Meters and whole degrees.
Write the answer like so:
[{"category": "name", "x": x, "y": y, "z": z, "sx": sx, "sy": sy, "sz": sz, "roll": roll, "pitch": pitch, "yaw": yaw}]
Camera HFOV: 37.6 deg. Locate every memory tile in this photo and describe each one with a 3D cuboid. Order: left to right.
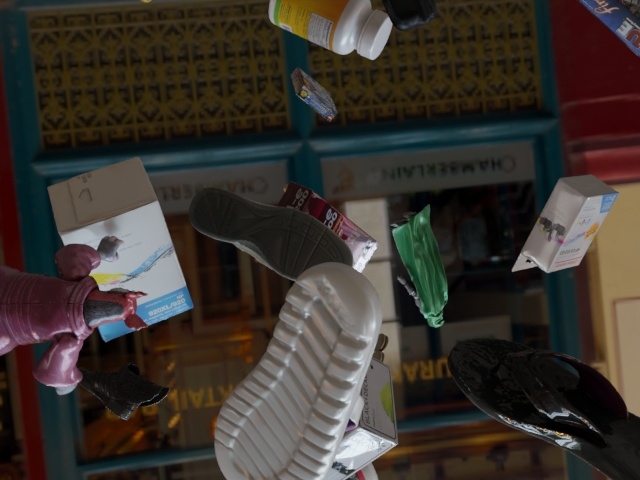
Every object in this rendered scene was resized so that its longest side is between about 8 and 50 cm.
[{"category": "memory tile", "x": 0.074, "y": 0.242, "z": 1.784, "sx": 0.012, "sy": 0.113, "sz": 0.148, "roll": 29, "pitch": 143, "yaw": -24}]

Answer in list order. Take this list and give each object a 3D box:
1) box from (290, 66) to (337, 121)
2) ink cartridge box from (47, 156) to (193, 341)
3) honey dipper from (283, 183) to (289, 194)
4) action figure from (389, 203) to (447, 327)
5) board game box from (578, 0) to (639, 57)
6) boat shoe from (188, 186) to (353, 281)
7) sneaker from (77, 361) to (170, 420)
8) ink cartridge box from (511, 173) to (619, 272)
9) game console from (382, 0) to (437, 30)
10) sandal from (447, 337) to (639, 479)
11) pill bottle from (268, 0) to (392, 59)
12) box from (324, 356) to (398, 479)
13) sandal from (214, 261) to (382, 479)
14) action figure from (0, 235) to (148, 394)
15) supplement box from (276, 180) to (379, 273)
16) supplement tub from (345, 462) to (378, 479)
[{"category": "box", "x": -0.015, "y": -0.306, "z": 1.961, "sx": 0.027, "sy": 0.094, "sz": 0.137, "roll": -46, "pitch": -158, "yaw": 15}, {"category": "ink cartridge box", "x": -0.341, "y": 0.012, "z": 1.608, "sx": 0.168, "sy": 0.233, "sz": 0.171, "roll": -20, "pitch": -144, "yaw": -11}, {"category": "honey dipper", "x": -0.087, "y": -0.038, "z": 1.910, "sx": 0.030, "sy": 0.161, "sz": 0.030, "roll": 17, "pitch": -171, "yaw": -3}, {"category": "action figure", "x": 0.195, "y": 0.062, "z": 1.811, "sx": 0.063, "sy": 0.232, "sz": 0.137, "roll": -4, "pitch": -162, "yaw": 44}, {"category": "board game box", "x": 0.456, "y": -0.349, "z": 1.280, "sx": 0.243, "sy": 0.165, "sz": 0.042, "roll": -41, "pitch": 173, "yaw": -36}, {"category": "boat shoe", "x": -0.081, "y": -0.007, "z": 1.690, "sx": 0.320, "sy": 0.118, "sz": 0.103, "roll": 20, "pitch": -179, "yaw": 17}, {"category": "sneaker", "x": -0.343, "y": 0.243, "z": 1.614, "sx": 0.170, "sy": 0.089, "sz": 0.051, "roll": 33, "pitch": 175, "yaw": 30}, {"category": "ink cartridge box", "x": 0.393, "y": -0.012, "z": 1.517, "sx": 0.104, "sy": 0.181, "sz": 0.061, "roll": -9, "pitch": -139, "yaw": -44}, {"category": "game console", "x": 0.097, "y": -0.551, "z": 1.703, "sx": 0.213, "sy": 0.361, "sz": 0.044, "roll": -26, "pitch": -174, "yaw": -21}, {"category": "sandal", "x": 0.416, "y": 0.259, "z": 1.502, "sx": 0.445, "sy": 0.107, "sz": 0.167, "roll": 28, "pitch": -139, "yaw": 20}, {"category": "pill bottle", "x": 0.025, "y": -0.483, "z": 2.022, "sx": 0.245, "sy": 0.136, "sz": 0.136, "roll": 27, "pitch": -170, "yaw": 12}, {"category": "box", "x": 0.004, "y": 0.339, "z": 1.647, "sx": 0.087, "sy": 0.169, "sz": 0.290, "roll": 30, "pitch": 125, "yaw": -26}, {"category": "sandal", "x": -0.011, "y": 0.196, "z": 1.203, "sx": 0.102, "sy": 0.169, "sz": 0.416, "roll": -25, "pitch": 152, "yaw": -47}, {"category": "action figure", "x": -0.425, "y": 0.085, "z": 1.359, "sx": 0.370, "sy": 0.248, "sz": 0.276, "roll": -5, "pitch": 162, "yaw": 15}, {"category": "supplement box", "x": 0.000, "y": 0.000, "z": 1.849, "sx": 0.073, "sy": 0.130, "sz": 0.239, "roll": 23, "pitch": 171, "yaw": 45}, {"category": "supplement tub", "x": -0.016, "y": 0.577, "z": 2.215, "sx": 0.272, "sy": 0.191, "sz": 0.191, "roll": -27, "pitch": -173, "yaw": -12}]
